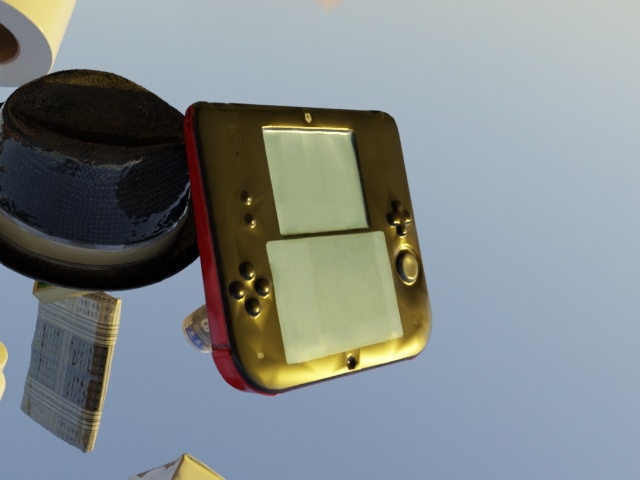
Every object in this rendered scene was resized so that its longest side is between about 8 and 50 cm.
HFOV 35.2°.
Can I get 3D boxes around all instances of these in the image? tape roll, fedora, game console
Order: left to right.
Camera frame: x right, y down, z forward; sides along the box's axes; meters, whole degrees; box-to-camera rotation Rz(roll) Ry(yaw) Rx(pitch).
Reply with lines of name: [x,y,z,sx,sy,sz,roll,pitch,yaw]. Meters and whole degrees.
tape roll: [-0.545,-0.398,1.696,0.246,0.246,0.169,9,-121,2]
fedora: [-0.264,-0.097,1.188,0.333,0.152,0.334,15,-132,-17]
game console: [0.000,0.000,1.258,0.060,0.342,0.386,-7,179,40]

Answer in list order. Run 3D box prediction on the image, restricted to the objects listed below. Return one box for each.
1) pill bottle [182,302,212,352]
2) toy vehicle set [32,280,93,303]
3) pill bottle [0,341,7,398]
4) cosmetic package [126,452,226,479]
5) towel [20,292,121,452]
pill bottle: [-0.174,0.136,1.801,0.078,0.137,0.078,42,-153,-26]
toy vehicle set: [-0.351,0.005,1.707,0.266,0.035,0.166,-14,-130,16]
pill bottle: [-0.311,0.136,0.871,0.065,0.116,0.065,24,-154,-12]
cosmetic package: [-0.256,0.516,1.406,0.156,0.217,0.385,38,-128,-15]
towel: [-0.504,0.238,2.047,0.056,0.312,0.324,8,-177,-39]
